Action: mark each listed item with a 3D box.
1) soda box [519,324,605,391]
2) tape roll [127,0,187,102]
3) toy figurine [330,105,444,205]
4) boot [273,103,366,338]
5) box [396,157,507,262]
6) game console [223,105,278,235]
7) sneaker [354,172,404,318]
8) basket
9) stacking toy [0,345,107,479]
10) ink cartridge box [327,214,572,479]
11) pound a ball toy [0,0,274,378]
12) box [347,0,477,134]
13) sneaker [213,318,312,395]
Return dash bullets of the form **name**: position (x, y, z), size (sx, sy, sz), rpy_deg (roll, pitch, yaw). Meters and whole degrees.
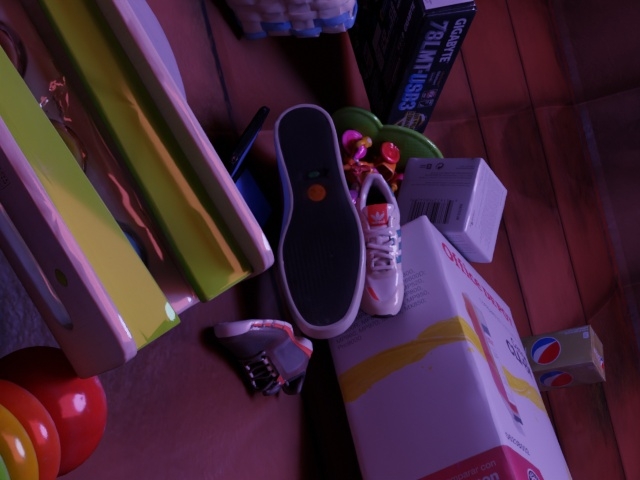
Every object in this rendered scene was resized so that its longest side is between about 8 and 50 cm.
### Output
- **soda box**: position (0.287, 0.168, 1.536), size (0.061, 0.181, 0.058), rpy_deg (49, 36, -45)
- **tape roll**: position (-0.192, -0.116, 0.900), size (0.219, 0.072, 0.219), rpy_deg (44, 39, -52)
- **toy figurine**: position (0.060, -0.058, 1.406), size (0.173, 0.130, 0.159), rpy_deg (41, 47, -20)
- **boot**: position (0.000, 0.000, 1.211), size (0.176, 0.088, 0.244), rpy_deg (83, 1, -70)
- **box**: position (0.153, -0.036, 1.345), size (0.087, 0.101, 0.102), rpy_deg (43, 57, -49)
- **game console**: position (-0.066, -0.058, 1.146), size (0.071, 0.107, 0.122), rpy_deg (30, 34, -4)
- **sneaker**: position (0.057, 0.002, 1.197), size (0.075, 0.057, 0.161), rpy_deg (81, 7, -55)
- **basket**: position (-0.041, -0.383, 1.215), size (0.289, 0.201, 0.255), rpy_deg (66, 25, -46)
- **stacking toy**: position (-0.216, 0.144, 0.645), size (0.330, 0.141, 0.141), rpy_deg (-34, 109, -70)
- **ink cartridge box**: position (0.152, 0.205, 1.256), size (0.279, 0.160, 0.385), rpy_deg (43, 25, -49)
- **pound a ball toy**: position (-0.207, -0.062, 0.706), size (0.208, 0.136, 0.319), rpy_deg (-34, 96, -32)
- **box**: position (0.087, -0.319, 1.404), size (0.295, 0.073, 0.293), rpy_deg (105, -27, -65)
- **sneaker**: position (-0.050, 0.117, 1.107), size (0.158, 0.061, 0.065), rpy_deg (31, 56, -57)
